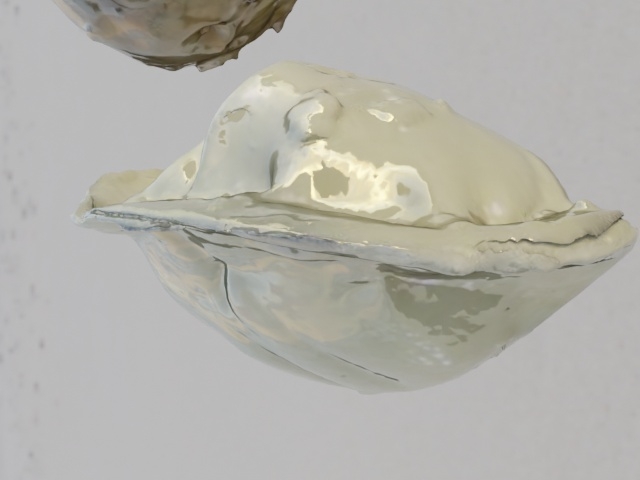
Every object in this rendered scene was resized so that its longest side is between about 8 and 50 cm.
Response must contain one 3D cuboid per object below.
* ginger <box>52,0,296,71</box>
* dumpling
[{"bbox_3d":[-0.053,-0.207,0.713,0.375,0.176,0.256,-8,117,56],"label":"ginger"},{"bbox_3d":[0.000,0.000,1.063,0.395,0.315,0.233,12,102,45],"label":"dumpling"}]
